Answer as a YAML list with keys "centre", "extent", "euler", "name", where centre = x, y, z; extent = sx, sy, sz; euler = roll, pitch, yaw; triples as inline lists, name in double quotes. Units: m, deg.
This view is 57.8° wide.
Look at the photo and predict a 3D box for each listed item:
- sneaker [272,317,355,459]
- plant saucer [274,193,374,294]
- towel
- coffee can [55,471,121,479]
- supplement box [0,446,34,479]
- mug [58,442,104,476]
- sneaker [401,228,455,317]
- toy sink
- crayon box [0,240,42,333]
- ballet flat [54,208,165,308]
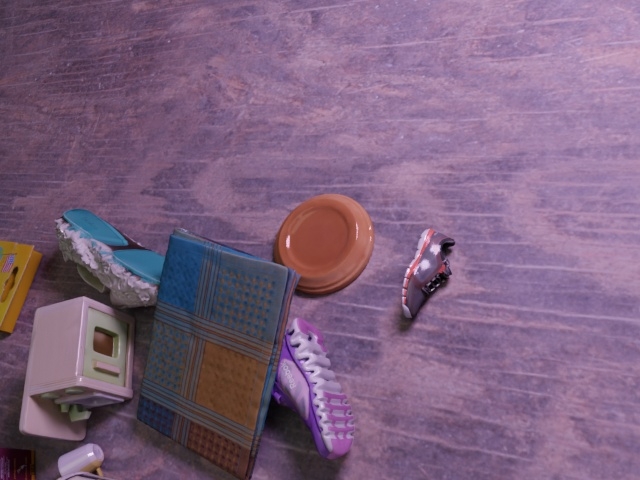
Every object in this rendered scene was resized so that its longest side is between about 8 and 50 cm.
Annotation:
- centre: [-0.026, 0.248, 0.942]
  extent: [0.105, 0.095, 0.236]
  euler: [-34, 52, 15]
  name: "sneaker"
- centre: [0.000, 0.000, 1.069]
  extent: [0.200, 0.037, 0.199]
  euler: [-10, 63, 21]
  name: "plant saucer"
- centre: [-0.185, 0.185, 0.986]
  extent: [0.272, 0.040, 0.370]
  euler: [18, 101, 29]
  name: "towel"
- centre: [-0.294, 0.480, 0.890]
  extent: [0.276, 0.201, 0.201]
  euler: [-1, 67, 25]
  name: "coffee can"
- centre: [-0.645, 0.438, 1.081]
  extent: [0.104, 0.188, 0.080]
  euler: [-25, 60, 13]
  name: "supplement box"
- centre: [-0.436, 0.416, 1.080]
  extent: [0.064, 0.078, 0.062]
  euler: [-32, 25, -1]
  name: "mug"
- centre: [0.179, 0.055, 0.948]
  extent: [0.065, 0.061, 0.157]
  euler: [14, 75, 23]
  name: "sneaker"
- centre: [-0.449, 0.246, 1.099]
  extent: [0.131, 0.153, 0.234]
  euler: [-15, 61, 18]
  name: "toy sink"
- centre: [-0.790, 0.103, 1.367]
  extent: [0.319, 0.081, 0.202]
  euler: [5, 70, 28]
  name: "crayon box"
- centre: [-0.414, 0.061, 1.202]
  extent: [0.409, 0.147, 0.147]
  euler: [28, 81, 35]
  name: "ballet flat"
